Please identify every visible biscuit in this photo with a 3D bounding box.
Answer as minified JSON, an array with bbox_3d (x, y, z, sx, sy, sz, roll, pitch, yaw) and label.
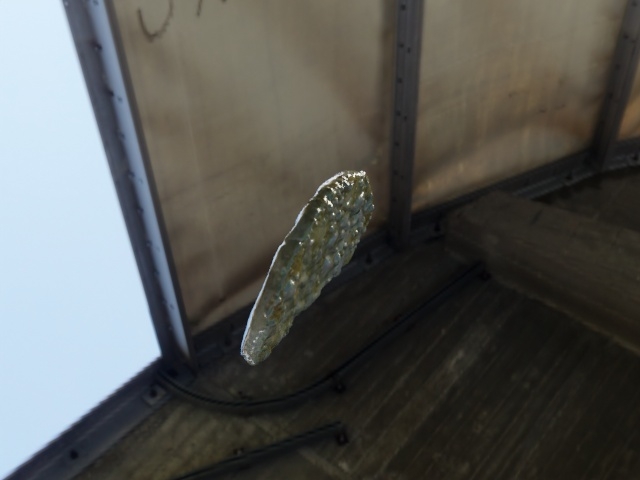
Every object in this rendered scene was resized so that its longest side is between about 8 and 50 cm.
[{"bbox_3d":[-0.002,-0.001,0.877,0.038,0.141,0.290,23,-148,14],"label":"biscuit"}]
